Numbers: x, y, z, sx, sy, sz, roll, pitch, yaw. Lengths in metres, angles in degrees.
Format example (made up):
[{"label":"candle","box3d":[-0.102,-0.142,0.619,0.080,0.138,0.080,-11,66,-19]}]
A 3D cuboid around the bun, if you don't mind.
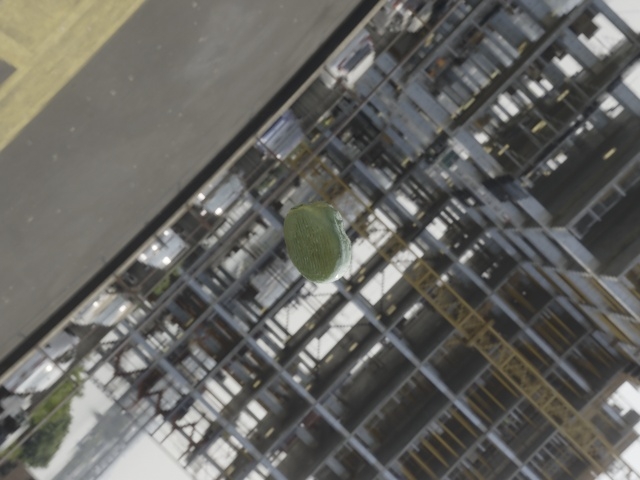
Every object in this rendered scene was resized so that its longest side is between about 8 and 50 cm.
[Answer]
[{"label":"bun","box3d":[0.001,0.003,1.924,0.108,0.221,0.221,-21,163,-44]}]
